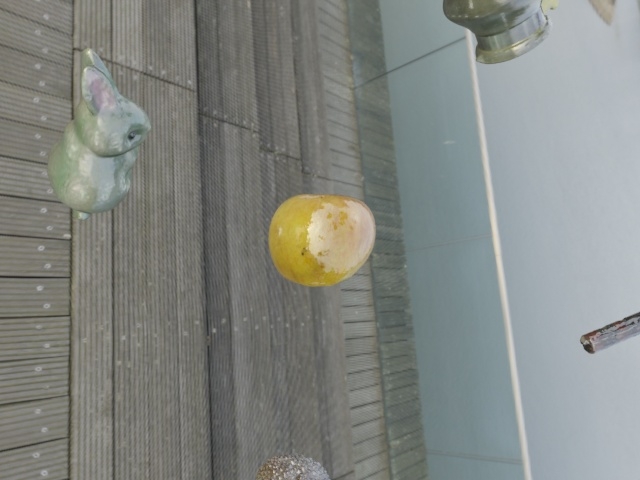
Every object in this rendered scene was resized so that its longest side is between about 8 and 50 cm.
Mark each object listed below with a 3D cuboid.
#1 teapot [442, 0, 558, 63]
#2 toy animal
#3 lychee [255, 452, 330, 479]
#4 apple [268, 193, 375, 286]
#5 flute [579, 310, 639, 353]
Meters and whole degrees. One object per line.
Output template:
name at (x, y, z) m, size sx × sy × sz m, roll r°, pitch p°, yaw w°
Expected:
teapot at (0.230, -0.297, 0.598) m, size 0.119 × 0.165 × 0.130 m, roll 55°, pitch 1°, yaw -33°
toy animal at (-0.297, -0.142, 0.686) m, size 0.125 × 0.251 × 0.127 m, roll -28°, pitch 79°, yaw -42°
lychee at (-0.024, 0.244, 0.488) m, size 0.068 × 0.083 × 0.067 m, roll -22°, pitch 131°, yaw -55°
apple at (0.000, 0.000, 0.853) m, size 0.182 × 0.182 × 0.155 m, roll 5°, pitch 88°, yaw -49°
flute at (0.283, 0.013, 0.306) m, size 0.014 × 0.269 × 0.014 m, roll -23°, pitch 90°, yaw -90°
